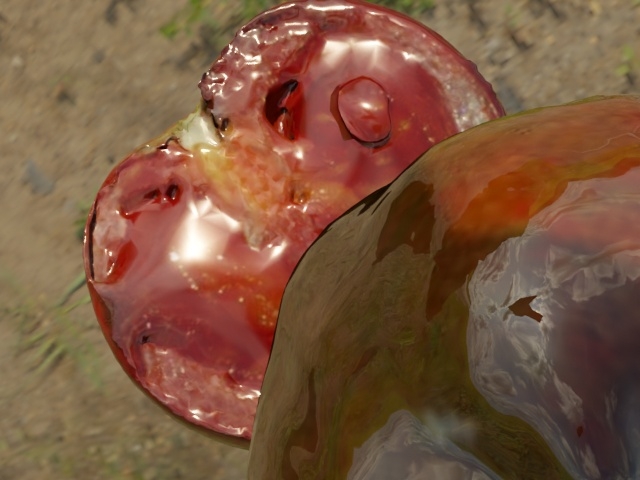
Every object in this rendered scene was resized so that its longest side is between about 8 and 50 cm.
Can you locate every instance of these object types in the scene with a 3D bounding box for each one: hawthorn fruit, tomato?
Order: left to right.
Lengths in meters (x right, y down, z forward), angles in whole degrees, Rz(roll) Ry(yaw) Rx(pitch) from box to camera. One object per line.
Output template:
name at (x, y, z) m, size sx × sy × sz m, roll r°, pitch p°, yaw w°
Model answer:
tomato at (0.000, 0.000, 1.015) m, size 0.233 × 0.139 × 0.200 m, roll -43°, pitch 80°, yaw 0°
hawthorn fruit at (0.085, 0.048, 0.615) m, size 0.208 × 0.248 × 0.208 m, roll 1°, pitch 112°, yaw 4°
